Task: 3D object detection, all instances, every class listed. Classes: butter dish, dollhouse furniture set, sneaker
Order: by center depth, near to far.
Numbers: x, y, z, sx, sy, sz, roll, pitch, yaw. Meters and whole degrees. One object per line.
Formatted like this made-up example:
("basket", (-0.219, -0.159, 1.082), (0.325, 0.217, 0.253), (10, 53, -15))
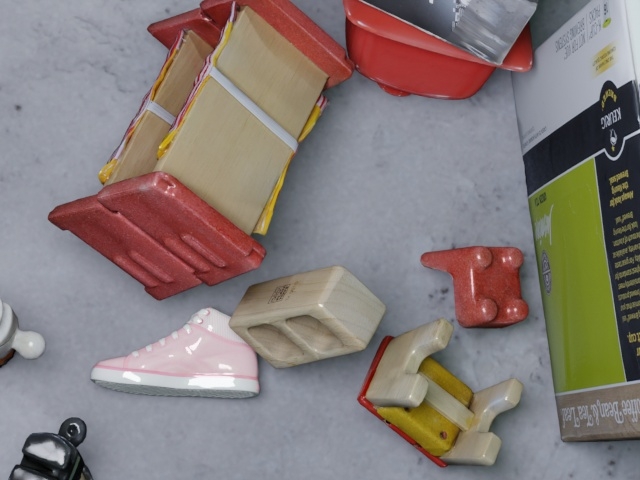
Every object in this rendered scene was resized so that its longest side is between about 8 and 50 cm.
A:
("dollhouse furniture set", (0.000, 0.000, 1.487), (0.374, 0.152, 0.201), (40, 59, -24))
("sneaker", (-0.114, 0.087, 1.507), (0.134, 0.051, 0.070), (3, 77, -7))
("butter dish", (0.078, -0.168, 1.534), (0.160, 0.118, 0.160), (14, 40, -13))

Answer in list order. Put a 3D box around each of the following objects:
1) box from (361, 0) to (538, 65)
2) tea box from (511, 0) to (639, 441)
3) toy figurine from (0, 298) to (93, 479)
("box", (0.084, -0.310, 1.500), (0.242, 0.076, 0.307), (25, 52, -4))
("tea box", (0.300, -0.017, 1.429), (0.220, 0.329, 0.323), (-5, 85, -8))
("toy figurine", (-0.291, 0.149, 1.430), (0.213, 0.148, 0.209), (-25, 77, -8))
